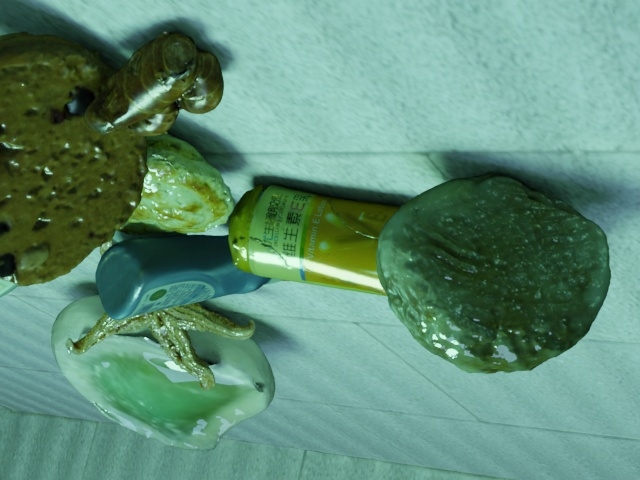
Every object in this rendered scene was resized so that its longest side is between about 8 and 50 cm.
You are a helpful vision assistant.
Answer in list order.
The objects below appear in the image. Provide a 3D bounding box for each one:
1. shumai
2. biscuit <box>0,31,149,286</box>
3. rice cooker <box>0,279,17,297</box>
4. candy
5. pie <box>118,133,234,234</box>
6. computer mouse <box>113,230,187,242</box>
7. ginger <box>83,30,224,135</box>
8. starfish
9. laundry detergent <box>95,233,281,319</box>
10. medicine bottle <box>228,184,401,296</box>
[{"bbox_3d":[0.185,0.053,1.350,0.260,0.225,0.222,0,162,-9],"label":"shumai"},{"bbox_3d":[-0.317,-0.088,1.250,0.075,0.296,0.296,38,-178,42],"label":"biscuit"},{"bbox_3d":[-0.470,-0.064,1.398,0.316,0.264,0.317,3,161,1],"label":"rice cooker"},{"bbox_3d":[-0.305,0.231,2.237,0.426,0.186,0.386,23,142,-14],"label":"candy"},{"bbox_3d":[-0.226,-0.080,1.458,0.248,0.090,0.201,-1,149,37],"label":"pie"},{"bbox_3d":[-0.254,-0.018,1.681,0.127,0.079,0.231,17,164,-6],"label":"computer mouse"},{"bbox_3d":[-0.166,-0.158,1.210,0.162,0.073,0.103,-27,153,34],"label":"ginger"},{"bbox_3d":[-0.282,0.128,1.975,0.327,0.094,0.375,-23,123,27],"label":"starfish"},{"bbox_3d":[-0.159,0.034,1.620,0.289,0.094,0.143,-10,156,-38],"label":"laundry detergent"},{"bbox_3d":[0.000,0.000,1.489,0.238,0.124,0.124,10,161,12],"label":"medicine bottle"}]
